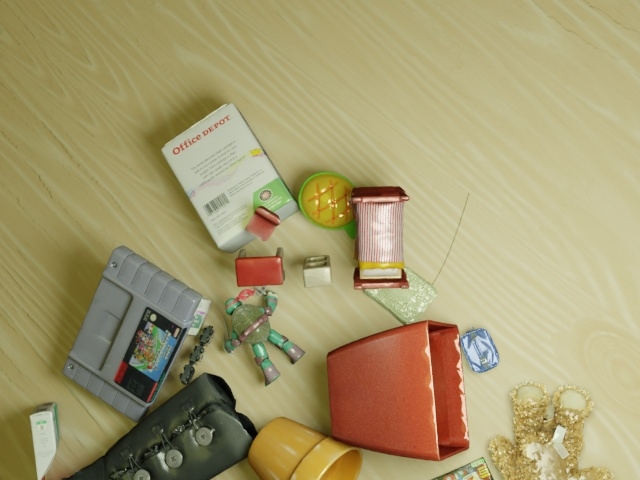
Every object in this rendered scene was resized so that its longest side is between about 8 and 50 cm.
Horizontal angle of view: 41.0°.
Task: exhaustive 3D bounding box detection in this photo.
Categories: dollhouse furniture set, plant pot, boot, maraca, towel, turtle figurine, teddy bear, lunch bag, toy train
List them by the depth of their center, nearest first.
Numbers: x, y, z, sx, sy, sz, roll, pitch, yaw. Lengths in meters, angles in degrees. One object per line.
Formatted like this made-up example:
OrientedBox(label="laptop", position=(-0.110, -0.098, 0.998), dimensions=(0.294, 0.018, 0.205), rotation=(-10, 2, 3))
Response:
OrientedBox(label="teddy bear", position=(0.471, 0.458, 1.778), dimensions=(0.245, 0.113, 0.338), rotation=(-10, 72, 2))
OrientedBox(label="plant pot", position=(0.155, 0.314, 1.780), dimensions=(0.236, 0.267, 0.267), rotation=(-8, 80, 21))
OrientedBox(label="dollhouse furniture set", position=(0.000, 0.000, 1.821), dimensions=(0.374, 0.152, 0.201), rotation=(-3, 102, 1))
OrientedBox(label="plant pot", position=(-0.045, 0.479, 1.824), dimensions=(0.188, 0.205, 0.205), rotation=(29, 87, 29))
OrientedBox(label="lunch bag", position=(0.343, 0.234, 1.845), dimensions=(0.067, 0.065, 0.098), rotation=(-24, 78, 6))
OrientedBox(label="boot", position=(-0.315, 0.560, 1.890), dimensions=(0.445, 0.146, 0.367), rotation=(-35, 85, -5))
OrientedBox(label="towel", position=(0.178, 0.111, 1.914), dimensions=(0.148, 0.027, 0.110), rotation=(38, 89, 14))
OrientedBox(label="turtle figurine", position=(-0.151, 0.200, 1.921), dimensions=(0.175, 0.118, 0.234), rotation=(-40, 82, 2))
OrientedBox(label="maraca", position=(0.039, -0.080, 1.938), dimensions=(0.186, 0.099, 0.127), rotation=(27, 98, -11))
OrientedBox(label="toy train", position=(-0.278, 0.260, 1.942), dimensions=(0.027, 0.036, 0.158), rotation=(13, 51, 15))

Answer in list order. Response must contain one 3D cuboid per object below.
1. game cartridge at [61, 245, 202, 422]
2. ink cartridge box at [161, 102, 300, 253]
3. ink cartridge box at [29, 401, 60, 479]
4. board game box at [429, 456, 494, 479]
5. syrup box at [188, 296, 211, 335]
OrientedBox(label="game cartridge", position=(-0.426, 0.216, 1.919), dimensions=(0.230, 0.068, 0.355), rotation=(32, 112, 13))
OrientedBox(label="ink cartridge box", position=(-0.207, -0.143, 1.978), dimensions=(0.201, 0.117, 0.278), rotation=(-33, 77, 4))
OrientedBox(label="ink cartridge box", position=(-0.610, 0.487, 1.925), dimensions=(0.056, 0.181, 0.224), rotation=(-9, 89, -15))
OrientedBox(label="board game box", position=(0.258, 0.577, 1.827), dimensions=(0.260, 0.030, 0.136), rotation=(-26, 80, 6))
OrientedBox(label="syrup box", position=(-0.384, 0.136, 1.979), dimensions=(0.237, 0.093, 0.096), rotation=(21, 86, 13))
